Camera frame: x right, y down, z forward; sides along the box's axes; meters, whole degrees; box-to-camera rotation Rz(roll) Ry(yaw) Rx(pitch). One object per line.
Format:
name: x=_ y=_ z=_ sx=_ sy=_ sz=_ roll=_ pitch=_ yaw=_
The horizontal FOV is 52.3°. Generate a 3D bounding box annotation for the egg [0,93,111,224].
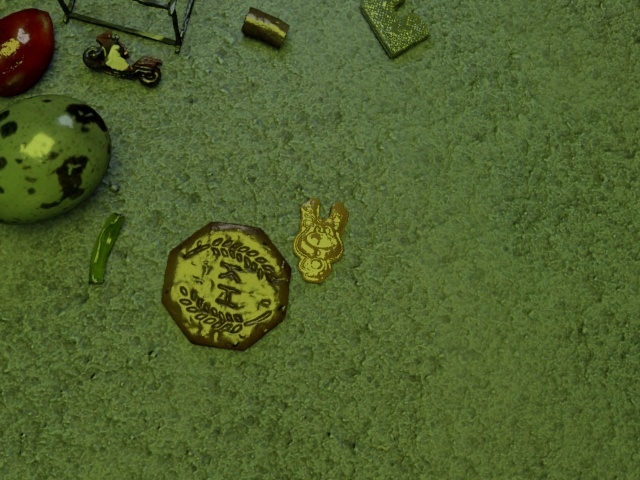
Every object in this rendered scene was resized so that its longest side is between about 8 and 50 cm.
egg: x=-0.703 y=-0.197 z=1.618 sx=0.379 sy=0.287 sz=0.287 roll=-29 pitch=86 yaw=-2

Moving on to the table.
table: x=-0.518 y=-0.713 z=1.751 sx=0.335 sy=0.222 sz=0.272 roll=13 pitch=79 yaw=-4

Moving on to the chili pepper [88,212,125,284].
chili pepper: x=-0.571 y=0.021 z=1.721 sx=0.052 sy=0.050 sz=0.201 roll=19 pitch=78 yaw=-20

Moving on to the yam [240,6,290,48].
yam: x=-0.157 y=-0.604 z=1.854 sx=0.127 sy=0.084 sz=0.084 roll=23 pitch=79 yaw=-7

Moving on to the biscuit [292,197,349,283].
biscuit: x=-0.004 y=0.000 z=1.806 sx=0.144 sy=0.040 sz=0.236 roll=9 pitch=78 yaw=0

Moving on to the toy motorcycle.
toy motorcycle: x=-0.536 y=-0.502 z=1.788 sx=0.213 sy=0.084 sz=0.118 roll=16 pitch=79 yaw=-12

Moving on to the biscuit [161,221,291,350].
biscuit: x=-0.250 y=0.119 z=1.750 sx=0.359 sy=0.046 sz=0.358 roll=1 pitch=81 yaw=-8

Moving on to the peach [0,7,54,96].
peach: x=-0.798 y=-0.495 z=1.723 sx=0.267 sy=0.159 sz=0.154 roll=-42 pitch=94 yaw=-13

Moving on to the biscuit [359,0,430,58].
biscuit: x=0.208 y=-0.674 z=1.924 sx=0.147 sy=0.046 sz=0.250 roll=-29 pitch=86 yaw=-10
